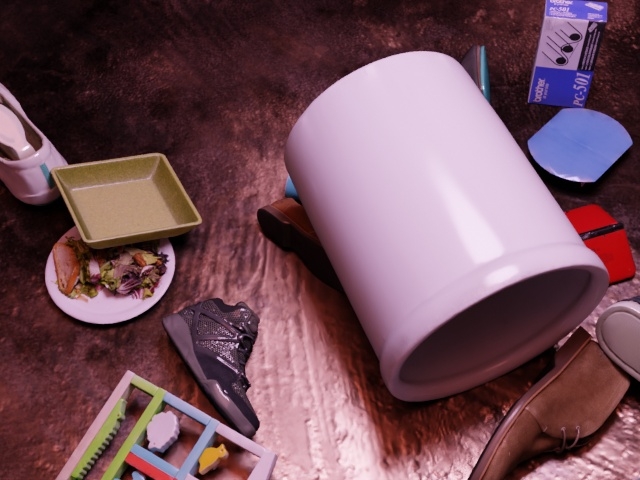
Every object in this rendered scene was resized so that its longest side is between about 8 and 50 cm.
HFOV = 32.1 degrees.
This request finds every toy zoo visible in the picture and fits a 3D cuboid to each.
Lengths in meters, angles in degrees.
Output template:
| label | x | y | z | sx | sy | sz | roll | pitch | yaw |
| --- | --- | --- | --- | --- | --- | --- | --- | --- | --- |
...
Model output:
| label | x | y | z | sx | sy | sz | roll | pitch | yaw |
| --- | --- | --- | --- | --- | --- | --- | --- | --- | --- |
| toy zoo | -0.192 | 0.325 | 1.502 | 0.293 | 0.030 | 0.192 | 27 | 73 | 18 |

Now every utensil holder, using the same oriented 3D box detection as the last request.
| label | x | y | z | sx | sy | sz | roll | pitch | yaw |
| --- | --- | --- | --- | --- | --- | --- | --- | --- | --- |
| utensil holder | 0.160 | -0.025 | 1.548 | 0.328 | 0.327 | 0.385 | -21 | 63 | -12 |

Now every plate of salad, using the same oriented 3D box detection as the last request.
| label | x | y | z | sx | sy | sz | roll | pitch | yaw |
| --- | --- | --- | --- | --- | --- | --- | --- | --- | --- |
| plate of salad | -0.325 | 0.036 | 1.705 | 0.200 | 0.048 | 0.199 | -1 | 56 | 1 |

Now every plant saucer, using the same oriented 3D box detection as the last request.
| label | x | y | z | sx | sy | sz | roll | pitch | yaw |
| --- | --- | --- | --- | --- | --- | --- | --- | --- | --- |
| plant saucer | -0.305 | -0.055 | 1.731 | 0.188 | 0.045 | 0.188 | -11 | 45 | -26 |

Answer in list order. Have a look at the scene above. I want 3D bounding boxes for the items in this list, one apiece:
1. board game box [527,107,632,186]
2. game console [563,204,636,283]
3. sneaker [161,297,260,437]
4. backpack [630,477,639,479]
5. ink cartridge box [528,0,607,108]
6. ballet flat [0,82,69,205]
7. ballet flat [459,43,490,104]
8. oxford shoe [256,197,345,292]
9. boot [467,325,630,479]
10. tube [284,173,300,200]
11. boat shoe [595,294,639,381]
| label | x | y | z | sx | sy | sz | roll | pitch | yaw |
| --- | --- | --- | --- | --- | --- | --- | --- | --- | --- |
| board game box | 0.421 | -0.148 | 1.818 | 0.133 | 0.033 | 0.169 | 34 | 58 | 27 |
| game console | 0.395 | 0.016 | 1.721 | 0.144 | 0.085 | 0.124 | -16 | 89 | -8 |
| sneaker | -0.124 | 0.169 | 1.589 | 0.130 | 0.087 | 0.227 | -30 | 55 | -10 |
| backpack | 0.327 | 0.421 | 1.363 | 0.254 | 0.191 | 0.225 | -14 | 58 | -2 |
| ink cartridge box | 0.401 | -0.303 | 1.813 | 0.097 | 0.207 | 0.046 | 7 | 57 | 6 |
| ballet flat | -0.556 | -0.213 | 1.825 | 0.139 | 0.139 | 0.400 | -40 | 64 | -22 |
| ballet flat | 0.246 | -0.208 | 1.828 | 0.096 | 0.095 | 0.280 | -11 | 56 | 8 |
| oxford shoe | 0.000 | 0.000 | 1.709 | 0.076 | 0.076 | 0.212 | -33 | 62 | -31 |
| boot | 0.314 | 0.253 | 1.519 | 0.115 | 0.112 | 0.305 | 41 | 64 | 13 |
| tube | 0.048 | -0.074 | 1.773 | 0.207 | 0.052 | 0.080 | 11 | 64 | 2 |
| boat shoe | 0.538 | 0.201 | 1.539 | 0.340 | 0.127 | 0.113 | 40 | 37 | 17 |
